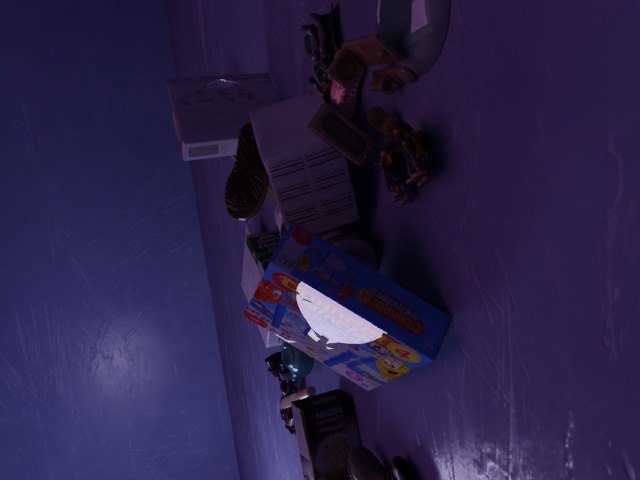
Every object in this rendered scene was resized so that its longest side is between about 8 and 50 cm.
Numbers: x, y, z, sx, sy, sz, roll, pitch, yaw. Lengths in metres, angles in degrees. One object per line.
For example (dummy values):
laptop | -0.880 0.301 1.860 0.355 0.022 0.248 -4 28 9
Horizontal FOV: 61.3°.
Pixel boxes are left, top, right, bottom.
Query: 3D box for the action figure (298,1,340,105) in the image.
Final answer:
action figure | 0.013 -0.341 1.102 0.137 0.064 0.232 -26 79 65

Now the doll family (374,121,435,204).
doll family | 0.132 -0.131 0.873 0.193 0.076 0.111 129 123 -68

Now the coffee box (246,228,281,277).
coffee box | -0.145 0.038 1.622 0.184 0.113 0.040 -122 28 -48

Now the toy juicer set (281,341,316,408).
toy juicer set | -0.042 0.329 1.548 0.209 0.090 0.328 -8 84 57

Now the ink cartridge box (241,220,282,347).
ink cartridge box | -0.195 0.145 1.870 0.324 0.072 0.330 -120 31 -43

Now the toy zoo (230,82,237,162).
toy zoo | -0.292 -0.413 1.901 0.192 0.030 0.293 -137 41 -58

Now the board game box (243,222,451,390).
board game box | 0.029 0.139 0.988 0.308 0.086 0.302 31 152 -1

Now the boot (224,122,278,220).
boot | -0.117 -0.122 1.279 0.269 0.089 0.236 47 -128 -66

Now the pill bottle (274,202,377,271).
pill bottle | 0.000 0.000 1.165 0.264 0.153 0.153 -126 32 -48

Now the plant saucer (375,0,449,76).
plant saucer | 0.127 -0.350 0.828 0.195 0.038 0.194 169 90 -69

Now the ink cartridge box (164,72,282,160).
ink cartridge box | -0.241 -0.335 1.431 0.066 0.296 0.261 104 149 -49

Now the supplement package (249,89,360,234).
supplement package | -0.032 -0.149 1.067 0.194 0.149 0.203 -109 2 -50

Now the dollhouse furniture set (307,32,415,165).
dollhouse furniture set | 0.073 -0.219 0.872 0.151 0.144 0.123 -57 26 -2

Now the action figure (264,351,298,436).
action figure | -0.097 0.509 1.759 0.185 0.099 0.284 18 120 59

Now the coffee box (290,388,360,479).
coffee box | 0.021 0.526 1.383 0.098 0.141 0.246 174 86 -70

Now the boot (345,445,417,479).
boot | 0.150 0.508 1.153 0.246 0.084 0.161 50 138 43

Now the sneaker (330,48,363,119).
sneaker | 0.052 -0.298 1.024 0.070 0.051 0.134 -150 57 -70
